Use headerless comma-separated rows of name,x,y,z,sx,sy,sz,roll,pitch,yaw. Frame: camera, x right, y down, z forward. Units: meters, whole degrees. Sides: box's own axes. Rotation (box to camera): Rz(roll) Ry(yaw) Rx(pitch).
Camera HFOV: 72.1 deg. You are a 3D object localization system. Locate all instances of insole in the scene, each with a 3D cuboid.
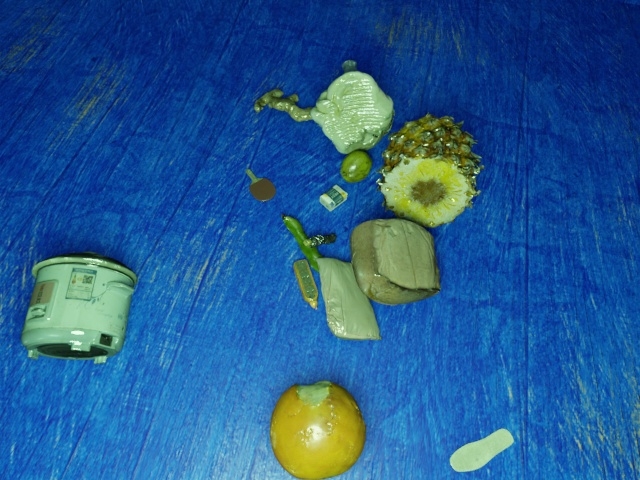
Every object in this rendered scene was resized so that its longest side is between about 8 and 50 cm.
insole,0.430,0.559,1.169,0.191,0.010,0.063,-21,62,-15

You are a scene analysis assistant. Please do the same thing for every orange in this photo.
orange,-0.007,0.459,1.072,0.239,0.240,0.240,2,59,-2

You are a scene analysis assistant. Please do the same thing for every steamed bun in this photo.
steamed bun,0.128,-0.474,1.659,0.268,0.207,0.280,-42,92,9
steamed bun,0.207,0.075,1.335,0.301,0.199,0.252,13,64,-35

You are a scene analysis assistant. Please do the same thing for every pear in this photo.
pear,0.129,-0.268,1.595,0.107,0.107,0.131,39,60,18

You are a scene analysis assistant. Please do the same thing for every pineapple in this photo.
pineapple,0.365,-0.242,1.469,0.352,0.352,0.300,17,52,7

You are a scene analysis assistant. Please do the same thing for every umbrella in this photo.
umbrella,0.000,0.000,1.428,0.144,0.040,0.037,-11,90,-49

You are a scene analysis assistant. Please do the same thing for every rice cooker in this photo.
rice cooker,-0.645,0.171,1.193,0.316,0.264,0.317,-12,62,23

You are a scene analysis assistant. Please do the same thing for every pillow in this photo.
pillow,0.086,0.175,1.339,0.173,0.067,0.270,4,56,-22

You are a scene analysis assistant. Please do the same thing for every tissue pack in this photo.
tissue pack,0.046,-0.151,1.557,0.083,0.042,0.062,-37,65,-23

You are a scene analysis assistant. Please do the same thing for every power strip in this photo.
power strip,-0.042,0.137,1.386,0.049,0.028,0.178,-14,61,-12

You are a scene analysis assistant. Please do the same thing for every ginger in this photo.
ginger,-0.133,-0.553,1.780,0.258,0.065,0.149,11,57,6

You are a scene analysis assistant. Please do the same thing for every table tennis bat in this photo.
table tennis bat,-0.224,-0.202,1.591,0.087,0.013,0.156,-32,68,-18

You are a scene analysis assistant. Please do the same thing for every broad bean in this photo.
broad bean,-0.050,0.010,1.448,0.052,0.053,0.256,-39,70,11

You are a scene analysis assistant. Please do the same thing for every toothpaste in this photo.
toothpaste,0.138,-0.620,1.838,0.113,0.073,0.299,-2,66,-6
